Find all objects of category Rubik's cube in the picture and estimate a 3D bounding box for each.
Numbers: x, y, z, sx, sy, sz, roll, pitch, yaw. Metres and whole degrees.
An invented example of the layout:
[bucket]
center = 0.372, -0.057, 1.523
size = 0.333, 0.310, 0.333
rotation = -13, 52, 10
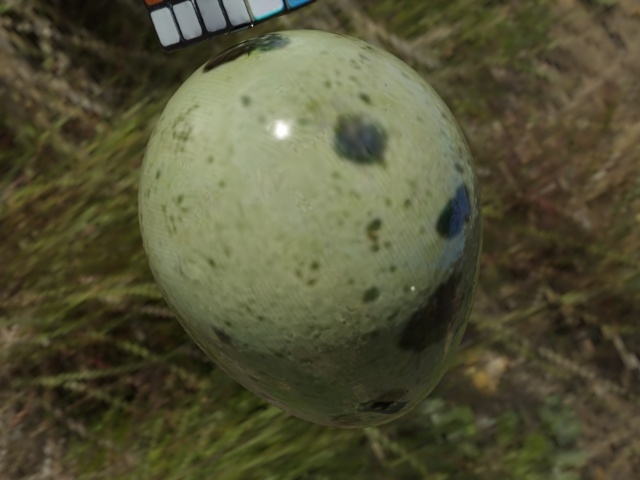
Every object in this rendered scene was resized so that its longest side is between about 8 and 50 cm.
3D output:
[Rubik's cube]
center = -0.066, -0.262, 1.499
size = 0.151, 0.154, 0.155
rotation = -25, 101, -31

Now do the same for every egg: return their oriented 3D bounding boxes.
[egg]
center = 0.000, 0.000, 0.925
size = 0.177, 0.177, 0.228
rotation = -51, 130, -47
